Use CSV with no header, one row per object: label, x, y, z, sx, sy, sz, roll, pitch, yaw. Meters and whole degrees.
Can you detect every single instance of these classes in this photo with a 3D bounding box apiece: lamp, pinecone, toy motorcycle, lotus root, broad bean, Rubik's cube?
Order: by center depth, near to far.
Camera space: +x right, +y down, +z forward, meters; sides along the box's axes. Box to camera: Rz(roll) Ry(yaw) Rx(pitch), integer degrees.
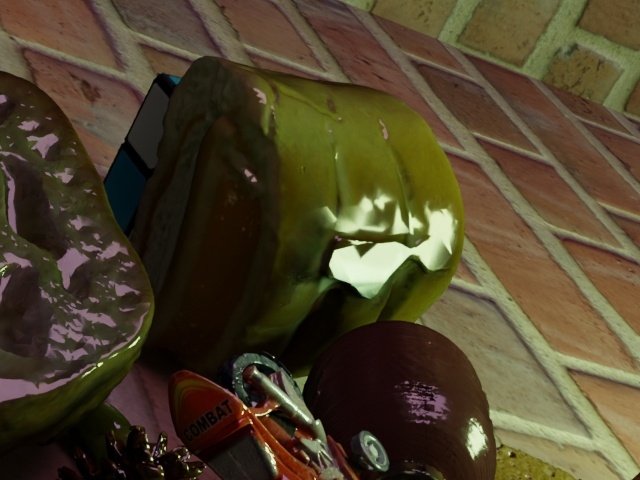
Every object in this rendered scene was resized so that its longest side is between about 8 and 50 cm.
pinecone,-0.138,0.198,1.228,0.140,0.121,0.140,28,1,-1
lotus root,-0.313,0.003,1.303,0.390,0.111,0.375,24,43,0
toy motorcycle,-0.006,0.219,1.308,0.298,0.089,0.171,58,29,8
broad bean,-0.158,0.180,1.352,0.213,0.048,0.070,37,21,25
lamp,0.068,0.180,1.500,0.180,0.180,0.258,24,22,-12
Rubik's cube,-0.107,-0.049,1.786,0.180,0.183,0.167,10,26,-39

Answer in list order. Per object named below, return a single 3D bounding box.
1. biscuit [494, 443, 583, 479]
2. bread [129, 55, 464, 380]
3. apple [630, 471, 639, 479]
biscuit,0.213,0.255,1.702,0.237,0.026,0.131,23,19,-13
bread,0.000,0.000,1.621,0.341,0.300,0.210,9,18,-45
apple,0.361,0.303,1.498,0.242,0.241,0.242,28,34,-21
